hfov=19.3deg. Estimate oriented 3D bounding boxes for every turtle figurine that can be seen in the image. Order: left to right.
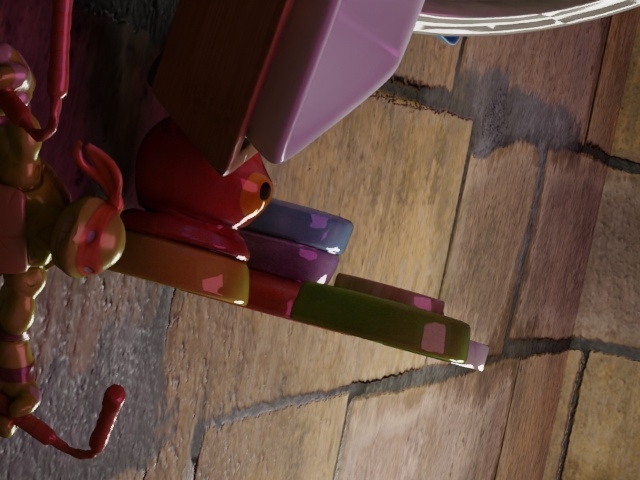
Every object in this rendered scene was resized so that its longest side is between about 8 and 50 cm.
[{"bbox_3d":[-0.182,-0.027,0.943,0.087,0.217,0.269,-52,149,-53],"label":"turtle figurine"}]

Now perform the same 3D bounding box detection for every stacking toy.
[{"bbox_3d":[0.000,0.000,1.427,0.309,0.280,0.130,25,80,-76],"label":"stacking toy"}]

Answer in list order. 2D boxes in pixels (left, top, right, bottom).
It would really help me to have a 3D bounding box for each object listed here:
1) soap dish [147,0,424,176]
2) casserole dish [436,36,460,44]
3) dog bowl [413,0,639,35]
[{"bbox_3d":[-0.002,-0.197,1.347,0.291,0.118,0.229,-46,159,-61],"label":"soap dish"},{"bbox_3d":[0.125,-0.276,2.002,0.188,0.037,0.114,21,82,-71],"label":"casserole dish"},{"bbox_3d":[0.188,-0.322,1.632,0.408,0.408,0.150,38,42,-70],"label":"dog bowl"}]
